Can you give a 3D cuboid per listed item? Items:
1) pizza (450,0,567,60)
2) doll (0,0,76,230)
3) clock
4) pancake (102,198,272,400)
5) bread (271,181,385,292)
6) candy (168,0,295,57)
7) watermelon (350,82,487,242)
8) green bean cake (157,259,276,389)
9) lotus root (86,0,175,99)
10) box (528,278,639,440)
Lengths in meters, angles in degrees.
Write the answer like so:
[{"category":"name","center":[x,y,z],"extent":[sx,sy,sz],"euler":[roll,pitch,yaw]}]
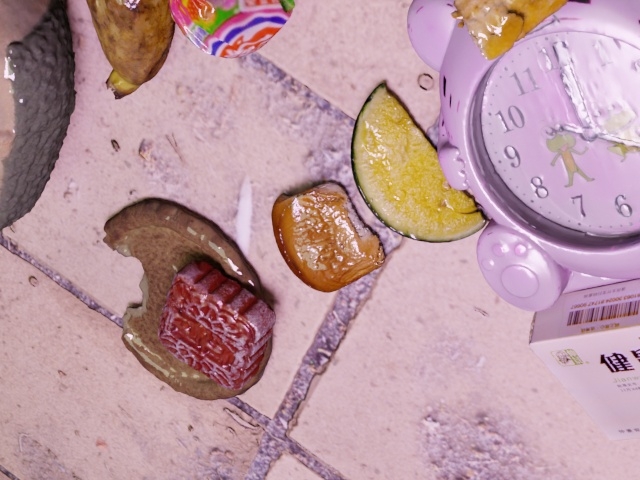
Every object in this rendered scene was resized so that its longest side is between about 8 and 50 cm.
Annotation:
[{"category":"pizza","center":[0.141,-0.311,0.859],"extent":[0.280,0.075,0.287],"euler":[-51,52,6]},{"category":"doll","center":[-0.405,-0.155,1.224],"extent":[0.247,0.247,0.349],"euler":[27,134,15]},{"category":"clock","center":[0.236,-0.109,0.930],"extent":[0.295,0.113,0.322],"euler":[-15,109,39]},{"category":"pancake","center":[-0.181,0.082,1.374],"extent":[0.286,0.033,0.288],"euler":[45,132,-1]},{"category":"bread","center":[0.000,0.000,1.199],"extent":[0.126,0.044,0.129],"euler":[-23,102,39]},{"category":"candy","center":[-0.148,-0.350,1.045],"extent":[0.124,0.124,0.365],"euler":[-23,96,40]},{"category":"watermelon","center":[0.082,-0.063,1.112],"extent":[0.092,0.075,0.181],"euler":[-40,97,-2]},{"category":"green bean cake","center":[-0.130,0.106,1.298],"extent":[0.135,0.056,0.136],"euler":[31,131,12]},{"category":"lotus root","center":[-0.202,-0.236,1.149],"extent":[0.191,0.094,0.108],"euler":[92,157,-46]},{"category":"box","center":[0.351,0.105,0.992],"extent":[0.260,0.062,0.175],"euler":[-15,131,39]}]
